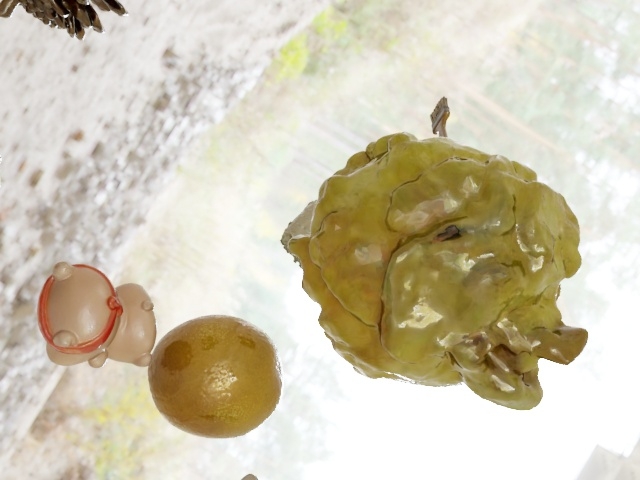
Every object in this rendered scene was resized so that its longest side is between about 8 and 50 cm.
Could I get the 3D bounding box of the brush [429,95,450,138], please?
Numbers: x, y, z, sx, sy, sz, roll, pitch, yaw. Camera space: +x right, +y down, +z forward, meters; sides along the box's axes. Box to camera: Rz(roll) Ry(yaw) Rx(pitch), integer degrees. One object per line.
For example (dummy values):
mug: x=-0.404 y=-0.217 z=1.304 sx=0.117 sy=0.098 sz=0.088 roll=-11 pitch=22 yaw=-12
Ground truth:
brush: x=0.182 y=-0.165 z=1.642 sx=0.043 sy=0.014 sz=0.170 roll=-59 pitch=-166 yaw=28

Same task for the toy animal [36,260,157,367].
toy animal: x=-0.366 y=0.124 z=1.775 sx=0.171 sy=0.197 sz=0.171 roll=-15 pitch=-115 yaw=37

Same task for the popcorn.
popcorn: x=0.103 y=0.027 z=0.931 sx=0.233 sy=0.266 sz=0.192 roll=-45 pitch=166 yaw=3

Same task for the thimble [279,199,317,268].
thimble: x=0.000 y=0.000 z=1.833 sx=0.090 sy=0.115 sz=0.102 roll=-47 pitch=-173 yaw=-19

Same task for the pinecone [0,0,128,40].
pinecone: x=-0.333 y=-0.420 z=1.538 sx=0.309 sy=0.244 sz=0.244 roll=-32 pitch=-179 yaw=-7

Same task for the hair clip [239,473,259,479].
hair clip: x=-0.197 y=0.448 z=1.786 sx=0.226 sy=0.034 sz=0.072 roll=-28 pitch=155 yaw=-10

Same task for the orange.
orange: x=-0.179 y=0.234 z=1.905 sx=0.236 sy=0.236 sz=0.236 roll=-58 pitch=-176 yaw=7
